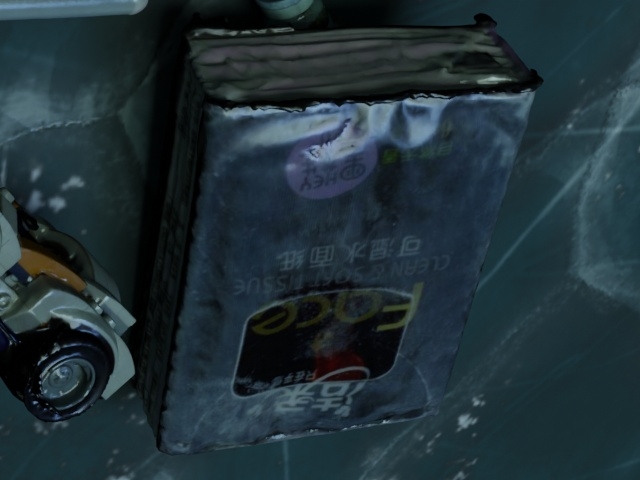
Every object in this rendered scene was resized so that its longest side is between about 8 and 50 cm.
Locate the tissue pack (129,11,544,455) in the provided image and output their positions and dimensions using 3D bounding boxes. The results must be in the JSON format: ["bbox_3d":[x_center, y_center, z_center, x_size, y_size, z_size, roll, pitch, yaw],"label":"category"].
[{"bbox_3d":[0.000,0.000,1.388,0.259,0.122,0.361,-4,132,-20],"label":"tissue pack"}]

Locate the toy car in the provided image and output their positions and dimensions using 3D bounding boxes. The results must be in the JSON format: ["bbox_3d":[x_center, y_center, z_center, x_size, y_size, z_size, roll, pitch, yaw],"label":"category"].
[{"bbox_3d":[-0.237,-0.005,1.193,0.118,0.193,0.301,-40,136,-7],"label":"toy car"}]

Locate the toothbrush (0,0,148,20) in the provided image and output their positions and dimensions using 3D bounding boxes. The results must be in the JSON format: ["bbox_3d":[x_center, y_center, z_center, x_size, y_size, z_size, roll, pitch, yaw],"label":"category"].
[{"bbox_3d":[-0.267,-0.148,1.181,0.342,0.025,0.030,-11,134,-31],"label":"toothbrush"}]

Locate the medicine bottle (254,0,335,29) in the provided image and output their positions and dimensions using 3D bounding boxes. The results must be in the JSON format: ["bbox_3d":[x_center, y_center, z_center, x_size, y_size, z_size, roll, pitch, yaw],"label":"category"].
[{"bbox_3d":[-0.001,-0.129,1.382,0.051,0.051,0.191,-36,138,-10],"label":"medicine bottle"}]
